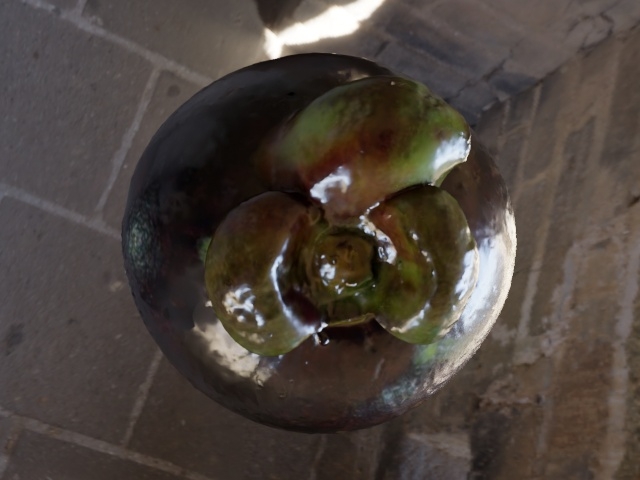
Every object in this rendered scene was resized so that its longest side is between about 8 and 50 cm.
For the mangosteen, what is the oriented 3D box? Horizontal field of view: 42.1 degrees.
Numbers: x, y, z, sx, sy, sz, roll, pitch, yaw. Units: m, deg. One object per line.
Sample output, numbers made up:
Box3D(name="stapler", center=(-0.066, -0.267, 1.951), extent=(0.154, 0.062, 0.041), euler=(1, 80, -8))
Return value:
Box3D(name="mangosteen", center=(0.000, 0.000, 0.584), extent=(0.288, 0.288, 0.287), euler=(6, 76, -24))
